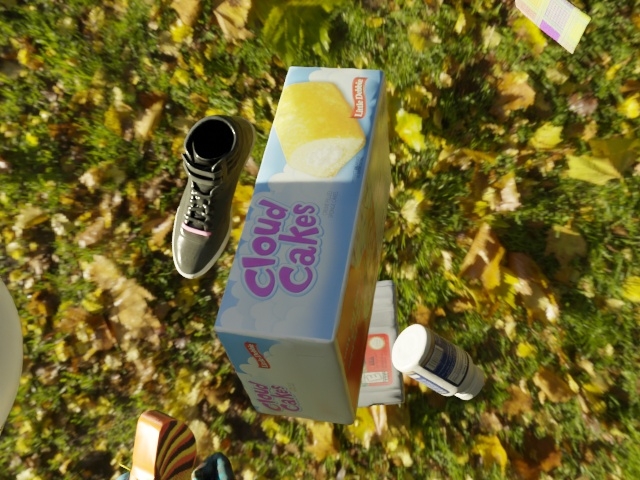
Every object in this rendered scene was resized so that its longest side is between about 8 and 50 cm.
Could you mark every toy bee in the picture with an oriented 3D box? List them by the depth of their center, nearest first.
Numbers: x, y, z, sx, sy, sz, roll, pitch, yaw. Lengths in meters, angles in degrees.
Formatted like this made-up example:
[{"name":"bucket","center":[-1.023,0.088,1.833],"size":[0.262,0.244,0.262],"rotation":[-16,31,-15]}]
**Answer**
[{"name":"toy bee","center":[-0.256,0.416,1.173],"size":[0.195,0.162,0.298],"rotation":[38,100,36]}]

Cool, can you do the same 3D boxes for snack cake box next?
[{"name":"snack cake box","center":[0.000,0.000,0.629],"size":[0.089,0.152,0.264],"rotation":[5,56,10]}]

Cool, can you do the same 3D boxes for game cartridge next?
[{"name":"game cartridge","center":[0.029,0.174,1.173],"size":[0.196,0.060,0.294],"rotation":[-3,136,8]}]

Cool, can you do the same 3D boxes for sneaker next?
[{"name":"sneaker","center":[-0.198,-0.081,1.243],"size":[0.105,0.147,0.295],"rotation":[19,90,10]}]

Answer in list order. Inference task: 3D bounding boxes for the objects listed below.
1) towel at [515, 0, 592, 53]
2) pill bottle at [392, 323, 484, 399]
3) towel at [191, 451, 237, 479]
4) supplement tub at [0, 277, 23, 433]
[{"name":"towel","center":[0.223,-0.224,0.721],"size":[0.009,0.060,0.083],"rotation":[-40,75,-10]},{"name":"pill bottle","center":[0.159,0.165,0.989],"size":[0.120,0.067,0.067],"rotation":[32,96,-25]},{"name":"towel","center":[-0.010,0.349,0.439],"size":[0.040,0.271,0.370],"rotation":[-16,115,-9]},{"name":"supplement tub","center":[-0.383,0.137,0.620],"size":[0.228,0.316,0.228],"rotation":[13,58,-22]}]
